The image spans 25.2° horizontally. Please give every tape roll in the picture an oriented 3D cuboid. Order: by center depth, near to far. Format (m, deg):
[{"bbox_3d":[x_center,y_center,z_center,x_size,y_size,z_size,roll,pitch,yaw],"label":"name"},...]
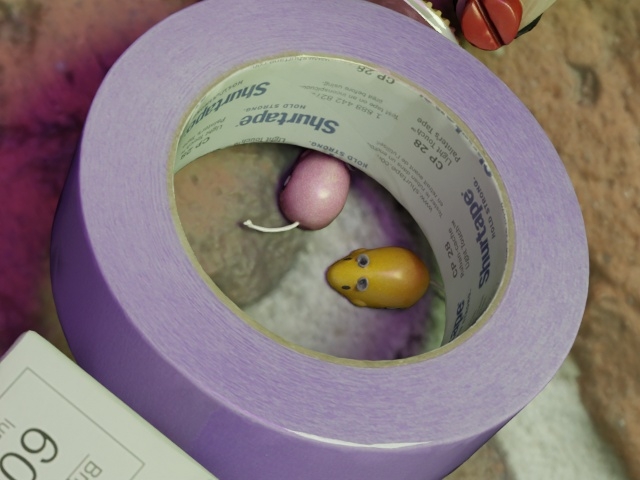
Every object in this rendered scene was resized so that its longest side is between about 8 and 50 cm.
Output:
[{"bbox_3d":[0.000,0.000,0.763,0.275,0.090,0.274,10,58,-16],"label":"tape roll"}]

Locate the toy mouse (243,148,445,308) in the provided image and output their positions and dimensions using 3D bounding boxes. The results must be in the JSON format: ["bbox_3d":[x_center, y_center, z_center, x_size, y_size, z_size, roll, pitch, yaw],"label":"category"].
[{"bbox_3d":[0.035,-0.031,0.879,0.161,0.031,0.143,10,79,-17],"label":"toy mouse"}]

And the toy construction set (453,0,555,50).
[{"bbox_3d":[0.147,-0.251,0.779,0.237,0.309,0.257,-11,92,22],"label":"toy construction set"}]

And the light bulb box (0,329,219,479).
[{"bbox_3d":[-0.101,0.302,0.639,0.361,0.225,0.358,37,73,6],"label":"light bulb box"}]

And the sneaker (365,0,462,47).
[{"bbox_3d":[-0.002,-0.134,0.870,0.185,0.069,0.084,34,81,-5],"label":"sneaker"}]
